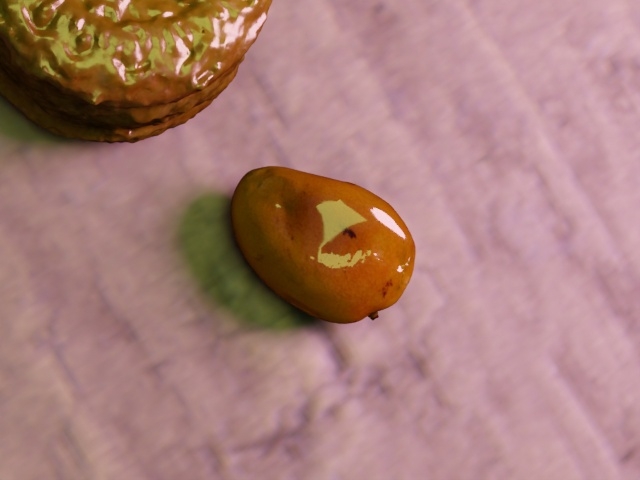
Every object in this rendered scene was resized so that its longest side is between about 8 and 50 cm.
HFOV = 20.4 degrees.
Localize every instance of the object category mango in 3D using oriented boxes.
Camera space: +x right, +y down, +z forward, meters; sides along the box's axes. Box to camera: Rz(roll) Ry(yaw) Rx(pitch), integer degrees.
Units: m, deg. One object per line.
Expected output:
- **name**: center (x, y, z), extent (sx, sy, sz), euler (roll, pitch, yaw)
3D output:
- **mango**: center (0.000, 0.000, 1.023), extent (0.114, 0.060, 0.080), euler (39, 85, -13)

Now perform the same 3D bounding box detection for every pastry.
- **pastry**: center (-0.116, -0.152, 0.979), extent (0.188, 0.103, 0.189), euler (4, 78, -21)
